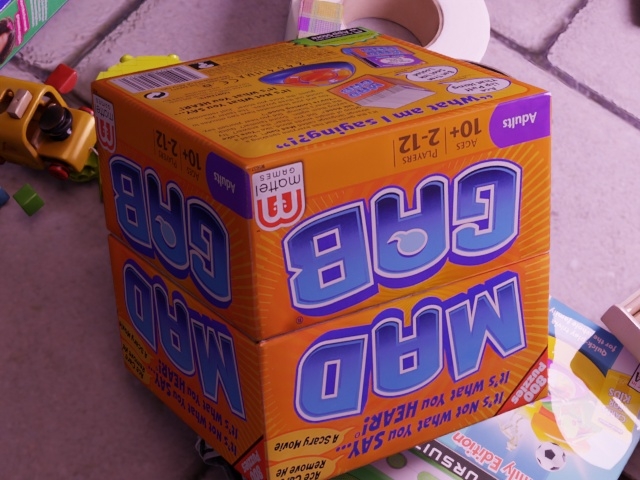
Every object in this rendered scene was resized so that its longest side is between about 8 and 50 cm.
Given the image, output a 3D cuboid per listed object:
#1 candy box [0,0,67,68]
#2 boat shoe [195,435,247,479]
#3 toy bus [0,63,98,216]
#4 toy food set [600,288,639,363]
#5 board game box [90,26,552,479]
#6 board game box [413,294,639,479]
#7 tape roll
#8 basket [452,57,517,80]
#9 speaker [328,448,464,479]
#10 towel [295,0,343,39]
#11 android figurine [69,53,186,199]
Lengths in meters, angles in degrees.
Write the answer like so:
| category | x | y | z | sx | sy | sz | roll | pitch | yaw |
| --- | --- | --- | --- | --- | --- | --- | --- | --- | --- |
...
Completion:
| category | x | y | z | sx | sy | sz | roll | pitch | yaw |
| --- | --- | --- | --- | --- | --- | --- | --- | --- | --- |
| candy box | -0.497 | -0.381 | 1.949 | 0.268 | 0.122 | 0.317 | 30 | 60 | 10 |
| boat shoe | -0.101 | 0.239 | 1.671 | 0.081 | 0.079 | 0.227 | -20 | 68 | -26 |
| toy bus | -0.368 | -0.151 | 1.813 | 0.202 | 0.104 | 0.191 | -28 | 59 | 0 |
| toy food set | 0.505 | 0.115 | 1.796 | 0.219 | 0.092 | 0.306 | 48 | 40 | 13 |
| board game box | 0.000 | 0.000 | 1.550 | 0.357 | 0.356 | 0.356 | -16 | 25 | -28 |
| board game box | 0.246 | 0.231 | 1.740 | 0.254 | 0.079 | 0.336 | 32 | 59 | 9 |
| tape roll | 0.090 | -0.292 | 2.016 | 0.286 | 0.100 | 0.286 | 4 | 59 | -8 |
| basket | 0.155 | -0.106 | 1.840 | 0.204 | 0.227 | 0.154 | 4 | 59 | -7 |
| speaker | 0.100 | 0.297 | 1.568 | 0.297 | 0.131 | 0.131 | 31 | 59 | 15 |
| towel | -0.001 | -0.295 | 1.936 | 0.060 | 0.009 | 0.083 | 10 | 59 | -6 |
| android figurine | -0.216 | -0.138 | 1.892 | 0.248 | 0.056 | 0.272 | -4 | 61 | -13 |
